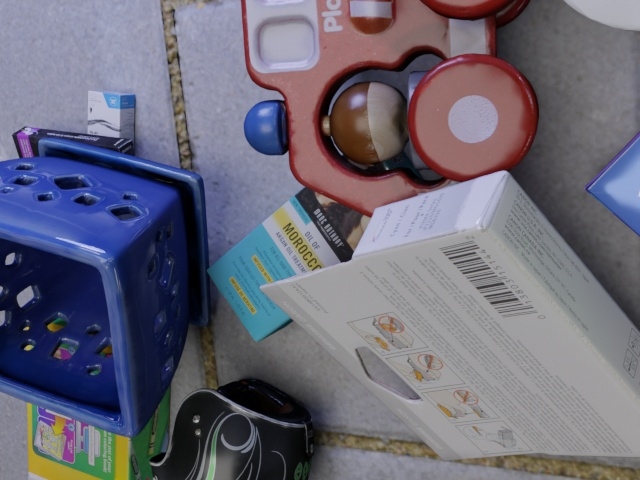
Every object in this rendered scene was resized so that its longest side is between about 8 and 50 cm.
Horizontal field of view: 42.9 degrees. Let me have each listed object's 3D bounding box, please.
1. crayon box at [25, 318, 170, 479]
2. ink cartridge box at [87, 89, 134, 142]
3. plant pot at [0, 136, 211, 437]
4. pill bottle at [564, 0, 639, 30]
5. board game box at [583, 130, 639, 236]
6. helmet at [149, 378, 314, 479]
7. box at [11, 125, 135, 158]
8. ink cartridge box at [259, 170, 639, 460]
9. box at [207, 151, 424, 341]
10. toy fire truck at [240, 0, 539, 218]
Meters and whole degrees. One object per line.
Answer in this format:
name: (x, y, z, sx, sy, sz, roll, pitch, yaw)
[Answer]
crayon box: (-0.279, 0.225, 1.022, 0.165, 0.081, 0.278, 11, 106, 24)
ink cartridge box: (-0.246, -0.132, 0.955, 0.048, 0.028, 0.083, 12, 107, 24)
plant pot: (-0.242, 0.029, 0.854, 0.236, 0.212, 0.236, 15, 126, 18)
pill bottle: (0.246, -0.226, 0.529, 0.160, 0.283, 0.160, 16, 120, 29)
board game box: (0.411, -0.090, 0.607, 0.233, 0.078, 0.347, 45, 117, 11)
helmet: (-0.097, 0.242, 0.890, 0.169, 0.169, 0.161, 23, 94, 20)
box: (-0.283, -0.072, 0.968, 0.162, 0.029, 0.116, 8, 124, 23)
ink cartridge box: (0.132, 0.088, 0.717, 0.261, 0.066, 0.296, -16, 126, 47)
box: (0.000, 0.000, 0.844, 0.244, 0.060, 0.100, -39, 83, 28)
toy fire truck: (0.055, -0.161, 0.694, 0.254, 0.169, 0.302, 0, 101, 16)
